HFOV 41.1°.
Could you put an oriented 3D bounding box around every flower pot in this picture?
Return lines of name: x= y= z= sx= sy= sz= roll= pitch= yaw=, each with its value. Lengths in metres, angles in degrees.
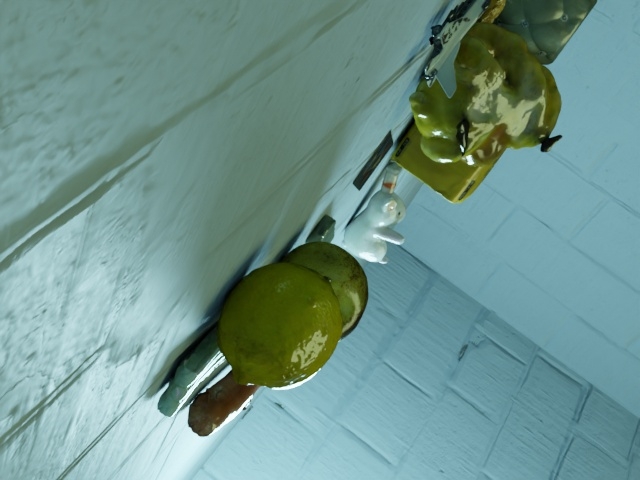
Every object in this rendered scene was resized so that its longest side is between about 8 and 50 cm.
flower pot: x=0.524 y=-0.546 z=2.026 sx=0.246 sy=0.195 sz=0.246 roll=-54 pitch=175 yaw=-7

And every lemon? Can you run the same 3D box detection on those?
lemon: x=-0.063 y=0.134 z=1.362 sx=0.231 sy=0.192 sz=0.192 roll=-48 pitch=172 yaw=-21

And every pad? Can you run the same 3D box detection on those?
pad: x=0.121 y=-0.176 z=1.927 sx=0.143 sy=0.003 sz=0.211 roll=-54 pitch=174 yaw=4

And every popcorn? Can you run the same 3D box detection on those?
popcorn: x=0.317 y=-0.286 z=1.744 sx=0.316 sy=0.281 sz=0.297 roll=28 pitch=108 yaw=-44

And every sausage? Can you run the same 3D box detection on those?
sausage: x=-0.188 y=0.329 z=1.956 sx=0.419 sy=0.094 sz=0.094 roll=-37 pitch=140 yaw=-67

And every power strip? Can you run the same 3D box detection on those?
power strip: x=0.000 y=0.000 z=1.863 sx=0.080 sy=0.029 sz=0.227 roll=-55 pitch=174 yaw=-10

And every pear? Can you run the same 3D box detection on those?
pear: x=-0.006 y=0.097 z=1.637 sx=0.197 sy=0.197 sz=0.197 roll=-53 pitch=174 yaw=-8

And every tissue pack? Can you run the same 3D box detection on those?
tissue pack: x=0.376 y=-0.296 z=2.140 sx=0.382 sy=0.228 sz=0.293 roll=-56 pitch=172 yaw=10

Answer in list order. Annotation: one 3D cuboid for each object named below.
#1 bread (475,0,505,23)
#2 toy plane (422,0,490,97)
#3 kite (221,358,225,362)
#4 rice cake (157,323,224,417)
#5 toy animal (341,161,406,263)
bread: x=0.342 y=-0.474 z=1.760 sx=0.111 sy=0.044 sz=0.083 roll=-50 pitch=172 yaw=-13
toy plane: x=0.227 y=-0.359 z=1.447 sx=0.160 sy=0.082 sz=0.234 roll=39 pitch=72 yaw=-74
kite: x=-0.158 y=0.198 z=1.822 sx=0.152 sy=0.015 sz=0.285 roll=-57 pitch=173 yaw=26
rice cake: x=-0.188 y=0.194 z=1.441 sx=0.127 sy=0.043 sz=0.237 roll=-59 pitch=172 yaw=33
toy animal: x=0.173 y=-0.065 z=2.277 sx=0.282 sy=0.138 sz=0.140 roll=-53 pitch=-149 yaw=34
